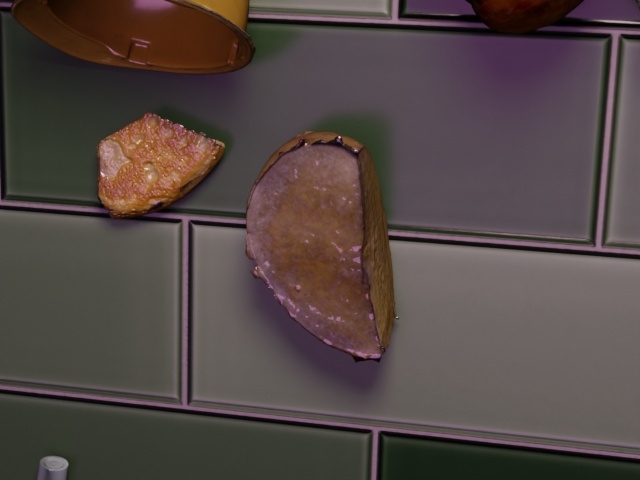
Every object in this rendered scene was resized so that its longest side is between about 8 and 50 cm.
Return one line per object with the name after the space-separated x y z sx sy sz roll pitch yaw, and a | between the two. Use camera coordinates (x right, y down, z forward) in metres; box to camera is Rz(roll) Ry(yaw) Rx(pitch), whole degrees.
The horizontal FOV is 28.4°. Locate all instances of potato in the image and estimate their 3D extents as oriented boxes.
0.000 0.000 1.314 0.138 0.098 0.243 -2 108 17 | potato

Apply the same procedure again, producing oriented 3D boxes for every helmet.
-0.171 -0.264 1.264 0.257 0.205 0.140 7 76 31 | helmet

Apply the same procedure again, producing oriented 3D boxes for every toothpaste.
-0.328 0.353 1.502 0.056 0.036 0.205 13 109 7 | toothpaste

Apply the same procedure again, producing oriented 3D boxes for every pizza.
-0.181 -0.084 1.366 0.160 0.036 0.099 -30 95 16 | pizza

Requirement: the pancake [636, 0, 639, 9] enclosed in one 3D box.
0.377 -0.302 1.138 0.254 0.037 0.253 -6 107 -19 | pancake

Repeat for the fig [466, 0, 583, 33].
0.233 -0.308 1.182 0.290 0.191 0.190 -22 99 -22 | fig
